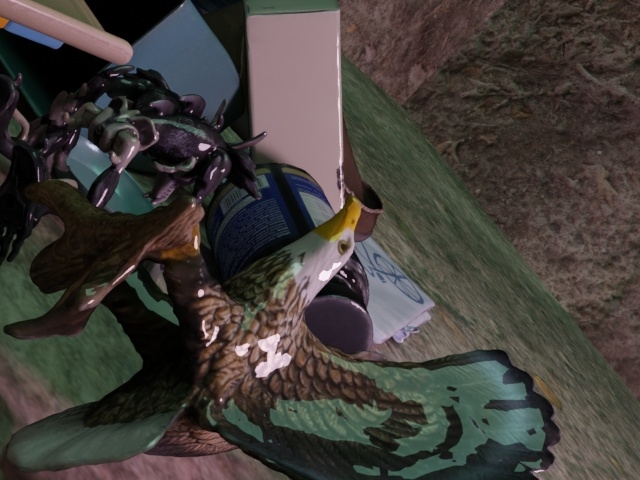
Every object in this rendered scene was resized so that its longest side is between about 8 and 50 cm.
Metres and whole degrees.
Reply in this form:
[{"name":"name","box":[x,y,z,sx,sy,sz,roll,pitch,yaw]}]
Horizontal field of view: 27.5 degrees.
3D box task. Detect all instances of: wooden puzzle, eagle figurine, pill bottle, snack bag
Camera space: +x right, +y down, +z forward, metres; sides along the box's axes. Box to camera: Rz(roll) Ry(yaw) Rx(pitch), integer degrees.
[{"name":"wooden puzzle","box":[-0.269,-0.216,0.943,0.221,0.044,0.239,18,25,-51]},{"name":"eagle figurine","box":[-0.025,0.077,0.787,0.298,0.225,0.226,46,19,-32]},{"name":"pill bottle","box":[-0.027,0.029,1.178,0.123,0.123,0.219,38,14,-32]},{"name":"snack bag","box":[0.000,0.000,1.585,0.323,0.037,0.342,46,13,6]}]

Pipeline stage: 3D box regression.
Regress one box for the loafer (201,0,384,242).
[{"name":"loafer","box":[-0.020,-0.135,1.509,0.366,0.130,0.134,47,9,-39]}]

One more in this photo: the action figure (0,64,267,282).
[{"name":"action figure","box":[-0.159,-0.052,0.970,0.164,0.141,0.275,48,27,19]}]

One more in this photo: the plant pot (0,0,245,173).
[{"name":"plant pot","box":[-0.180,-0.170,1.249,0.165,0.165,0.234,52,3,28]}]

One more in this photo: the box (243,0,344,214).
[{"name":"box","box":[-0.026,-0.106,1.321,0.113,0.094,0.275,-101,-171,-68]}]

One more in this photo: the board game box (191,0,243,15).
[{"name":"board game box","box":[-0.186,-0.335,1.579,0.336,0.079,0.254,15,-15,46]}]

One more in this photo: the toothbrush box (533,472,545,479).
[{"name":"toothbrush box","box":[0.201,0.311,1.030,0.283,0.122,0.206,38,14,-28]}]

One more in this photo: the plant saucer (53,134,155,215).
[{"name":"plant saucer","box":[-0.188,-0.046,1.117,0.119,0.021,0.119,44,13,-12]}]
